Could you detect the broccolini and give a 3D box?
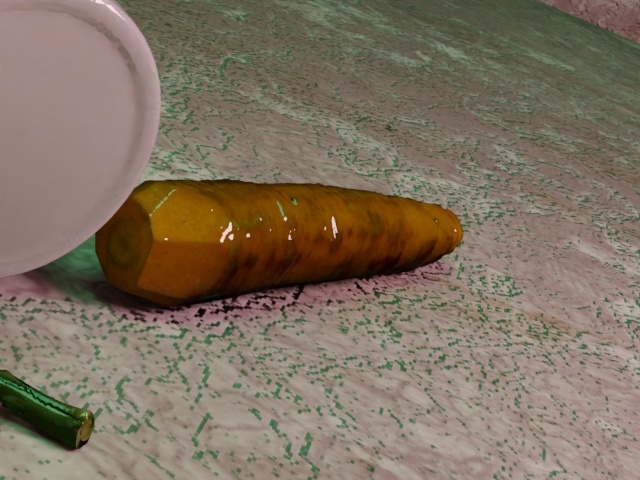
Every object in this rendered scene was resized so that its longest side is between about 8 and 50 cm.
[{"bbox_3d":[-0.155,0.047,0.538,0.140,0.030,0.035,29,28,4],"label":"broccolini"}]

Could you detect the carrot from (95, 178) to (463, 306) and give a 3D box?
[{"bbox_3d":[0.000,0.000,0.777,0.066,0.066,0.314,35,20,31],"label":"carrot"}]

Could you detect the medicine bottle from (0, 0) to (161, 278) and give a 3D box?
[{"bbox_3d":[-0.206,-0.110,0.679,0.165,0.165,0.273,4,27,-41],"label":"medicine bottle"}]
